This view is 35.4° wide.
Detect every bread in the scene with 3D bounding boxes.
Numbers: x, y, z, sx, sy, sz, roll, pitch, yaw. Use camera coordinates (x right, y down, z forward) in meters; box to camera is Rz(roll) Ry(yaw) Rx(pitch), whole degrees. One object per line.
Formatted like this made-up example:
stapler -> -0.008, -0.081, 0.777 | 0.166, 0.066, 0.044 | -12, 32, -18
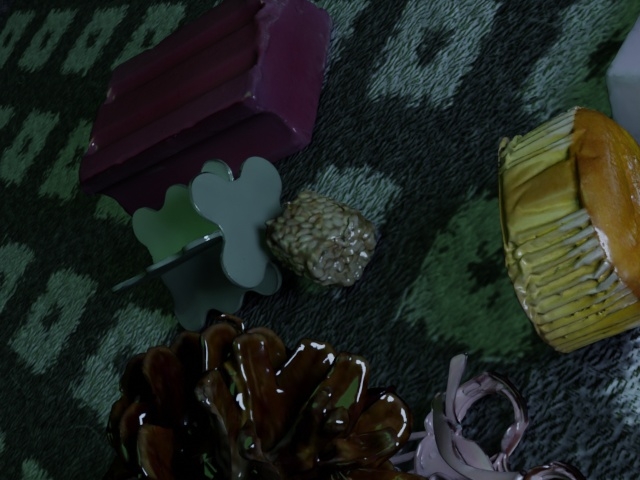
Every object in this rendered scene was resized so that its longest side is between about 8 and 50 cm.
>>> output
bread -> 0.211, -0.015, 0.795 | 0.114, 0.132, 0.190 | -27, 46, 30

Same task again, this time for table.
table -> -0.137, 0.011, 1.160 | 0.198, 0.167, 0.166 | -28, 42, 43

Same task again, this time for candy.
candy -> 0.000, 0.000, 1.066 | 0.110, 0.085, 0.095 | 20, 71, 43

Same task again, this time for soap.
soap -> -0.162, -0.190, 1.368 | 0.360, 0.128, 0.232 | -19, 49, 39

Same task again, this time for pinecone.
pinecone -> -0.042, 0.200, 0.742 | 0.296, 0.242, 0.298 | 116, 143, -51

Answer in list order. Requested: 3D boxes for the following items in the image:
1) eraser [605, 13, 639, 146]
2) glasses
eraser -> 0.403, -0.135, 0.716 | 0.397, 0.082, 0.213 | 20, 76, 53
glasses -> 0.104, 0.198, 0.775 | 0.162, 0.095, 0.255 | -50, 32, 13
